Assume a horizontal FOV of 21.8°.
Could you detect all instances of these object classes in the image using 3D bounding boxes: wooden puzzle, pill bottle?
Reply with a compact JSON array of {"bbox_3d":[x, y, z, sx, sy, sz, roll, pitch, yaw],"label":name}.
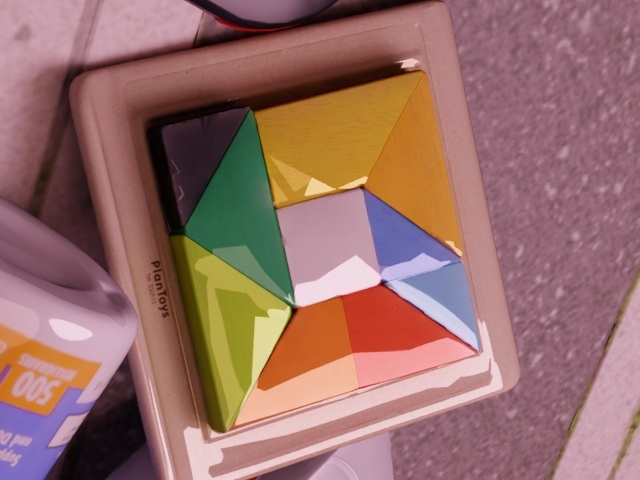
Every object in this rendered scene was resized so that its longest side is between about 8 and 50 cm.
[{"bbox_3d":[0.000,0.000,0.864,0.238,0.044,0.221,-16,98,-30],"label":"wooden puzzle"},{"bbox_3d":[-0.215,0.108,0.761,0.152,0.152,0.272,27,99,-44],"label":"pill bottle"}]

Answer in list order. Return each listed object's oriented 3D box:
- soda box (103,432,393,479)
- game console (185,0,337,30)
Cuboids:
[{"bbox_3d":[-0.080,0.181,0.884,0.286,0.098,0.091,-42,141,-36],"label":"soda box"},{"bbox_3d":[-0.054,-0.294,0.686,0.386,0.060,0.342,24,102,-44],"label":"game console"}]
